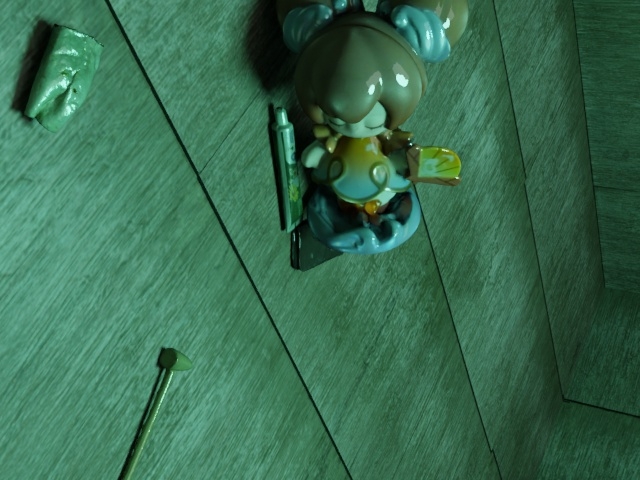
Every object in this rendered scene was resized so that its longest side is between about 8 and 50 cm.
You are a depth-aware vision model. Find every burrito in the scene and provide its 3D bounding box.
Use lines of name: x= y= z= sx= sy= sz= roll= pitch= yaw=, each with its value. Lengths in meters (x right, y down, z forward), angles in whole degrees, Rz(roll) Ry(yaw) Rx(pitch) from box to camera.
burrito: x=-0.276 y=-0.172 z=1.019 sx=0.074 sy=0.044 sz=0.118 roll=40 pitch=60 yaw=-61

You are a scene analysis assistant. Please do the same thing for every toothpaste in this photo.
toothpaste: x=-0.050 y=-0.108 z=1.443 sx=0.049 sy=0.031 sz=0.204 roll=-43 pitch=136 yaw=-46

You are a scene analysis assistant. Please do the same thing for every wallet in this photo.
wallet: x=0.000 y=0.000 z=1.573 sx=0.156 sy=0.018 sz=0.082 roll=-24 pitch=118 yaw=-56

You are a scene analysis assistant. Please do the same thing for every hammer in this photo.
hammer: x=-0.224 y=0.242 z=1.263 sx=0.195 sy=0.028 sz=0.060 roll=-68 pitch=155 yaw=-14

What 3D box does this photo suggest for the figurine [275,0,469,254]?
figurine: x=0.074 y=-0.197 z=1.400 sx=0.388 sy=0.276 sz=0.248 roll=83 pitch=14 yaw=-46
